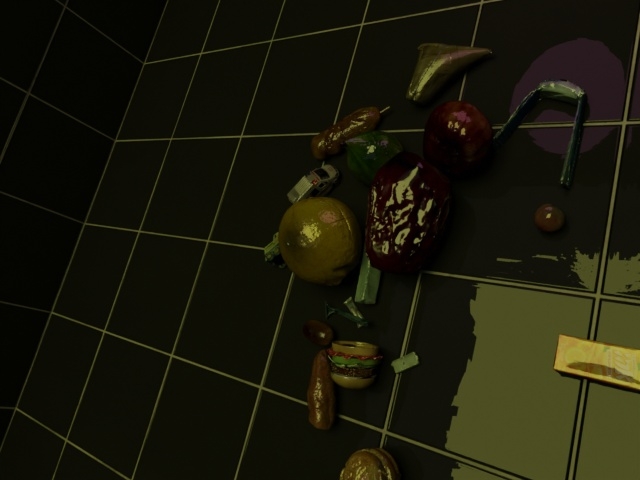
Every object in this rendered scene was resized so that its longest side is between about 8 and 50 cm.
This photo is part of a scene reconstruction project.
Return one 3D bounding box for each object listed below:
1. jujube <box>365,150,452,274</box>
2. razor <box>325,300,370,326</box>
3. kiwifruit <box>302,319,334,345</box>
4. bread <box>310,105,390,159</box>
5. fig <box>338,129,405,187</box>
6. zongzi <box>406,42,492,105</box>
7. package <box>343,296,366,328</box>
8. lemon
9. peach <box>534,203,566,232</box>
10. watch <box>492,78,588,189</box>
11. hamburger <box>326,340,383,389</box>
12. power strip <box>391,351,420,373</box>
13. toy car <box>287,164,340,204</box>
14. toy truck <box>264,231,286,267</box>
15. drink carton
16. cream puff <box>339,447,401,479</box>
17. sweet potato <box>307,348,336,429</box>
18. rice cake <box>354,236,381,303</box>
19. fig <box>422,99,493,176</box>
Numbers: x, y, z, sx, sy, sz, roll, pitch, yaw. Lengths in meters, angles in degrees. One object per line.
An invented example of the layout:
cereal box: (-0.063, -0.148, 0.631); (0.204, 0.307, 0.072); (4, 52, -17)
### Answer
jujube: (0.266, -0.082, 1.574); (0.258, 0.258, 0.376); (13, 94, 37)
razor: (0.090, 0.248, 1.676); (0.190, 0.033, 0.066); (12, 112, 45)
kiwifruit: (-0.005, 0.310, 1.703); (0.124, 0.075, 0.075); (14, 80, 42)
bread: (0.108, -0.419, 1.908); (0.344, 0.084, 0.124); (-28, 58, 22)
fig: (0.167, -0.298, 1.725); (0.203, 0.235, 0.203); (-17, 60, 32)
zongzi: (0.436, -0.561, 1.737); (0.256, 0.115, 0.228); (15, 84, 27)
package: (0.115, 0.238, 1.685); (0.037, 0.015, 0.110); (-38, 56, 10)
lemon: (0.000, 0.000, 1.692); (0.297, 0.297, 0.297); (-13, 65, 30)
peach: (0.634, -0.060, 1.409); (0.083, 0.083, 0.083); (-13, 65, 30)
watch: (0.686, -0.325, 1.488); (0.274, 0.068, 0.276); (-52, 53, 6)
hamburger: (0.103, 0.383, 1.551); (0.175, 0.175, 0.137); (1, 86, 35)
power strip: (0.258, 0.369, 1.535); (0.090, 0.016, 0.040); (-30, 57, 20)
toy car: (-0.025, -0.204, 1.896); (0.210, 0.108, 0.089); (-45, 54, 11)
toy truck: (-0.127, 0.010, 1.899); (0.191, 0.085, 0.116); (-37, 47, 20)
drink carton: (0.695, 0.299, 1.231); (0.223, 0.071, 0.096); (8, 75, 36)
cream puff: (0.153, 0.676, 1.415); (0.189, 0.129, 0.189); (-22, 53, 32)
sweet potato: (0.004, 0.474, 1.622); (0.097, 0.097, 0.251); (-18, 59, 28)
rice cake: (0.173, 0.045, 1.685); (0.063, 0.066, 0.336); (-8, 65, 53)
fig: (0.422, -0.320, 1.577); (0.224, 0.224, 0.263); (-31, 40, 21)
